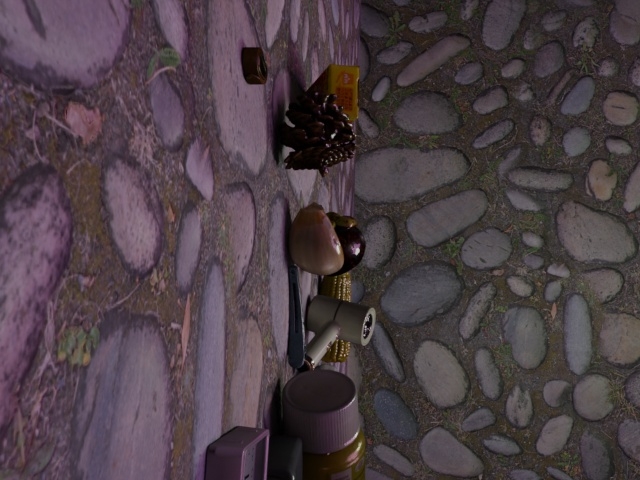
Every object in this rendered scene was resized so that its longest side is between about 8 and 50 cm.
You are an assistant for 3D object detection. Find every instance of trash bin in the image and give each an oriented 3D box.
[{"bbox_3d":[-0.094,0.544,1.322,0.236,0.101,0.176,-48,138,-82],"label":"trash bin"}]

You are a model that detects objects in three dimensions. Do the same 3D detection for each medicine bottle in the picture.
[{"bbox_3d":[0.003,0.541,1.560,0.224,0.225,0.384,-71,160,-66],"label":"medicine bottle"}]

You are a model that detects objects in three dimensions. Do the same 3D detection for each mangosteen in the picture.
[{"bbox_3d":[0.033,-0.002,1.862,0.192,0.192,0.217,-70,140,-66],"label":"mangosteen"}]

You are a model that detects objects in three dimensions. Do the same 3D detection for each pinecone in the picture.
[{"bbox_3d":[-0.011,-0.264,1.469,0.168,0.186,0.212,118,-35,-46],"label":"pinecone"}]

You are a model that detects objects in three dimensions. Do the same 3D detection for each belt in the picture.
[{"bbox_3d":[-0.122,-0.326,1.147,0.083,0.036,0.059,71,23,-67],"label":"belt"}]

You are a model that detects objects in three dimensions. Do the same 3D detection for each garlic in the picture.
[{"bbox_3d":[-0.001,0.015,1.647,0.245,0.146,0.164,65,31,-55],"label":"garlic"}]

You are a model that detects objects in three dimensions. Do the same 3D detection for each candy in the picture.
[{"bbox_3d":[0.026,-0.377,1.686,0.276,0.088,0.146,179,-88,-75],"label":"candy"}]

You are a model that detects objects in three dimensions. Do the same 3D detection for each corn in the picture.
[{"bbox_3d":[0.051,0.273,2.228,0.131,0.131,0.344,57,34,-77],"label":"corn"}]

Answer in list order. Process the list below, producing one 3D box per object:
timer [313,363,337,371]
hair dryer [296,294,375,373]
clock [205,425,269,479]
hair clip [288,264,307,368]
[{"bbox_3d":[-0.015,0.506,1.806,0.237,0.087,0.261,-66,170,-68],"label":"timer"},{"bbox_3d":[0.016,0.301,1.868,0.362,0.203,0.128,-44,140,-55],"label":"hair dryer"},{"bbox_3d":[-0.142,0.411,1.056,0.197,0.063,0.150,44,49,-79],"label":"clock"},{"bbox_3d":[-0.070,0.201,1.655,0.083,0.048,0.275,-26,113,-80],"label":"hair clip"}]
